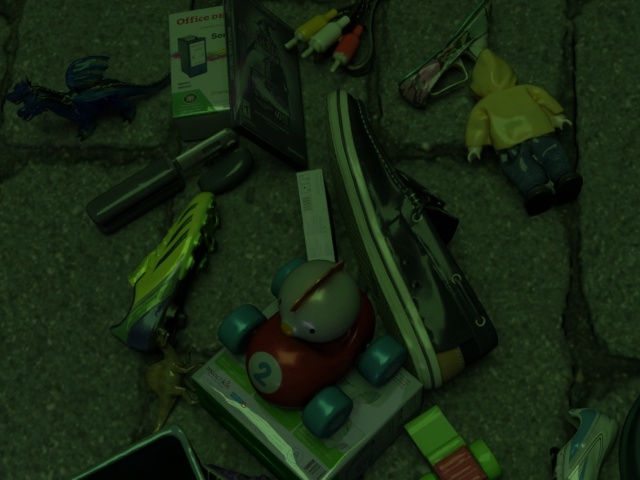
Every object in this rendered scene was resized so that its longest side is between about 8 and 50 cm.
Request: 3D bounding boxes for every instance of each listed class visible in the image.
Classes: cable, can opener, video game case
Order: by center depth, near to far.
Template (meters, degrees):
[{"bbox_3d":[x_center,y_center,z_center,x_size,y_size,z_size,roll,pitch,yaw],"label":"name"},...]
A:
[{"bbox_3d":[-0.092,-0.271,2.062,0.026,0.196,0.274,-18,63,27],"label":"video game case"},{"bbox_3d":[-0.246,-0.088,2.067,0.283,0.076,0.095,-32,65,-5],"label":"can opener"},{"bbox_3d":[0.070,-0.399,2.155,0.139,0.072,0.287,32,75,14],"label":"cable"}]

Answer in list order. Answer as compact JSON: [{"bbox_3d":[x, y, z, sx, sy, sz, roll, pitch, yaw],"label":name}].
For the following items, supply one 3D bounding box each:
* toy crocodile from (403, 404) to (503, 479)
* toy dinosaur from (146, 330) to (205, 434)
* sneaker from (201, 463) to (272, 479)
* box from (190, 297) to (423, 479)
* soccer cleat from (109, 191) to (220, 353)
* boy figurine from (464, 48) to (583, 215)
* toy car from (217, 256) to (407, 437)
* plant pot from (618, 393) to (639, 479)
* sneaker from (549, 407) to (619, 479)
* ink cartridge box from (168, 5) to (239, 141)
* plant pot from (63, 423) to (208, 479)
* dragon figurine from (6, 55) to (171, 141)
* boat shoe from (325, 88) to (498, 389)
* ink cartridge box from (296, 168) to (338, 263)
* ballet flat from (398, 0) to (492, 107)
[{"bbox_3d":[0.228,0.387,1.773,0.115,0.105,0.341,-27,65,-4],"label":"toy crocodile"},{"bbox_3d":[-0.227,0.227,1.939,0.092,0.053,0.183,6,99,0],"label":"toy dinosaur"},{"bbox_3d":[-0.111,0.375,1.854,0.169,0.068,0.071,17,28,34],"label":"sneaker"},{"bbox_3d":[-0.018,0.228,1.852,0.262,0.127,0.231,39,69,21],"label":"box"},{"bbox_3d":[-0.250,0.041,2.003,0.121,0.093,0.289,15,70,17],"label":"soccer cleat"},{"bbox_3d":[0.309,-0.182,2.014,0.177,0.092,0.285,-25,65,-2],"label":"boy figurine"},{"bbox_3d":[-0.017,0.111,1.711,0.210,0.238,0.219,-41,67,-17],"label":"toy car"},{"bbox_3d":[0.581,0.262,1.649,0.341,0.334,0.341,-3,67,8],"label":"plant pot"},{"bbox_3d":[0.359,0.349,1.777,0.086,0.085,0.237,12,59,22],"label":"sneaker"},{"bbox_3d":[-0.175,-0.291,2.135,0.154,0.093,0.213,-7,64,6],"label":"ink cartridge box"},{"bbox_3d":[-0.232,0.444,1.738,0.247,0.252,0.247,-27,66,-4],"label":"plant pot"},{"bbox_3d":[-0.383,-0.256,2.123,0.289,0.144,0.085,-20,66,0],"label":"dragon figurine"},{"bbox_3d":[0.129,-0.017,1.928,0.156,0.187,0.500,-20,70,-6],"label":"boat shoe"},{"bbox_3d":[0.000,0.000,1.979,0.046,0.097,0.207,-9,65,3],"label":"ink cartridge box"},{"bbox_3d":[0.228,-0.307,2.098,0.079,0.077,0.221,45,84,4],"label":"ballet flat"}]
